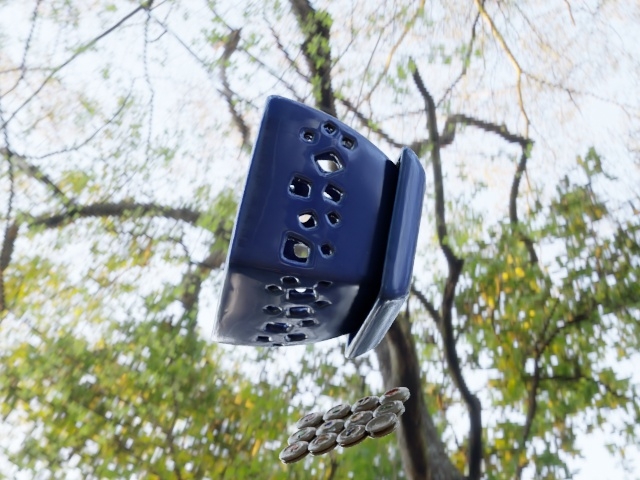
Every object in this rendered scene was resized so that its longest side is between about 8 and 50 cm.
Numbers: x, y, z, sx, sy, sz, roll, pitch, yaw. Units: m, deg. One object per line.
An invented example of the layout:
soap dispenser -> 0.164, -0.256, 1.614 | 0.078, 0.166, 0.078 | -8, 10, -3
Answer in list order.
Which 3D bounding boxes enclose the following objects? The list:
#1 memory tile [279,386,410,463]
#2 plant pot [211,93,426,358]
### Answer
memory tile -> 0.027, 0.208, 1.332 | 0.148, 0.113, 0.012 | -20, -77, 20
plant pot -> 0.000, 0.000, 1.406 | 0.212, 0.235, 0.236 | 14, -28, -4
